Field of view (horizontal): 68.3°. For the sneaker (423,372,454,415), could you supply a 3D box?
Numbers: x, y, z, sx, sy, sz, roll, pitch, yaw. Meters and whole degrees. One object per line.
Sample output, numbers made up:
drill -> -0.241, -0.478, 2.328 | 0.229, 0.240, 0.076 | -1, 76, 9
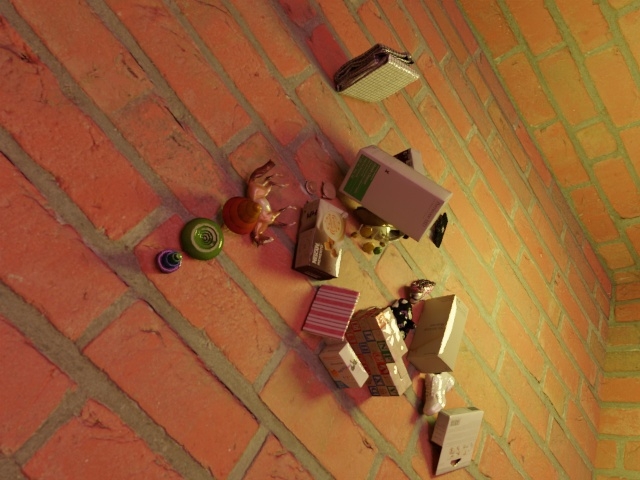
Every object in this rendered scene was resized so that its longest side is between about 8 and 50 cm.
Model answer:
sneaker -> 0.449, 0.596, 1.892 | 0.115, 0.090, 0.232 | 51, 42, -6

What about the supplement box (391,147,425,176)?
supplement box -> 0.300, -0.270, 1.922 | 0.073, 0.239, 0.130 | 5, 72, -43

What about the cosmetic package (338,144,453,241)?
cosmetic package -> 0.282, -0.183, 1.779 | 0.366, 0.196, 0.155 | 34, 29, 14

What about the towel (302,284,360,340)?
towel -> 0.039, 0.240, 1.588 | 0.029, 0.144, 0.197 | 75, 32, -49

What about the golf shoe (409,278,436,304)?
golf shoe -> 0.431, 0.216, 2.017 | 0.186, 0.068, 0.085 | -13, 117, -49

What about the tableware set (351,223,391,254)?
tableware set -> 0.192, -0.003, 1.852 | 0.154, 0.104, 0.024 | 23, 21, -24

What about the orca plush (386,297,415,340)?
orca plush -> 0.309, 0.326, 1.815 | 0.287, 0.102, 0.151 | -39, 107, -48

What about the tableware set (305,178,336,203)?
tableware set -> 0.002, -0.153, 1.759 | 0.141, 0.020, 0.168 | 14, 68, -39

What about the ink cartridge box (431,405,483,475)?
ink cartridge box -> 0.547, 0.804, 1.916 | 0.275, 0.060, 0.238 | 14, 92, -43

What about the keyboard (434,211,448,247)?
keyboard -> 0.568, -0.061, 2.259 | 0.192, 0.038, 0.100 | -61, 141, -38

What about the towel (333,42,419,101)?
towel -> 0.231, -0.700, 1.973 | 0.235, 0.284, 0.121 | 3, 73, -44

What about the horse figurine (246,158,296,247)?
horse figurine -> -0.173, -0.125, 1.542 | 0.175, 0.066, 0.263 | -19, 98, -28

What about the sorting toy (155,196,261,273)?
sorting toy -> -0.292, -0.026, 1.338 | 0.366, 0.126, 0.127 | -38, 102, -36

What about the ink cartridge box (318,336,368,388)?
ink cartridge box -> 0.067, 0.402, 1.572 | 0.061, 0.104, 0.181 | -41, 104, -44

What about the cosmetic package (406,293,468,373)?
cosmetic package -> 0.484, 0.380, 1.935 | 0.113, 0.160, 0.309 | 47, 49, -21

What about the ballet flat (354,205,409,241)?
ballet flat -> 0.267, -0.057, 1.931 | 0.343, 0.116, 0.124 | 8, 90, -45

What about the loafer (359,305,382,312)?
loafer -> 0.201, 0.271, 1.787 | 0.125, 0.039, 0.045 | -1, 76, -43

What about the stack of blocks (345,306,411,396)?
stack of blocks -> 0.212, 0.396, 1.665 | 0.087, 0.171, 0.297 | -26, 95, -45

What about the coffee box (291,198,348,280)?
coffee box -> 0.000, 0.000, 1.638 | 0.141, 0.098, 0.246 | 26, 64, -34
